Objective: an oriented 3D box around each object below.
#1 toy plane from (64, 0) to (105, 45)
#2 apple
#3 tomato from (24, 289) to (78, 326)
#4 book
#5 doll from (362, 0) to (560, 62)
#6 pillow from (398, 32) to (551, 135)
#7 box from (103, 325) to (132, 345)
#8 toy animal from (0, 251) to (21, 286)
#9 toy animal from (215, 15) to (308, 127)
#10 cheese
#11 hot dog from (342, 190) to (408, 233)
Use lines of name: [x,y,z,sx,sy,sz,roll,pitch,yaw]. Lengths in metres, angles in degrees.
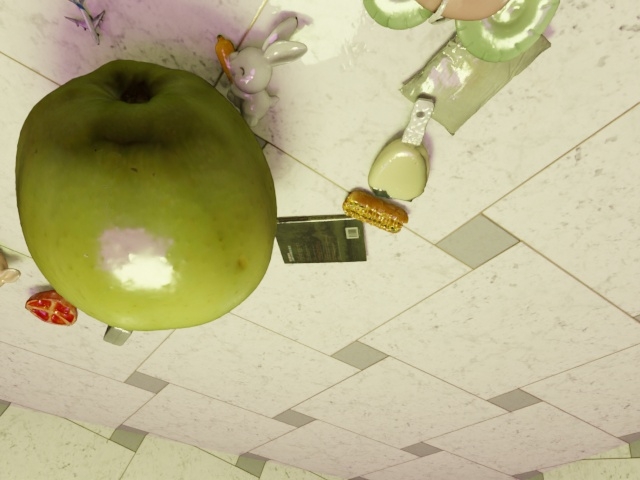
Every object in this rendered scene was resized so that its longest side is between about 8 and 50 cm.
toy plane: [-0.410,-0.387,0.811,0.078,0.024,0.084,-3,143,9]
apple: [-0.298,-0.073,0.829,0.474,0.473,0.473,3,137,3]
tomato: [-0.844,0.207,1.472,0.156,0.069,0.155,3,134,4]
book: [0.000,0.000,1.180,0.228,0.024,0.160,-2,136,9]
doll: [0.191,-0.377,0.611,0.284,0.216,0.268,22,143,9]
pillow: [0.264,-0.300,0.807,0.148,0.050,0.230,32,135,-17]
box: [-0.516,0.157,1.250,0.055,0.243,0.103,26,134,-25]
toy animal: [-0.986,0.054,1.266,0.166,0.154,0.250,29,167,43]
toy animal: [-0.112,-0.314,0.825,0.127,0.131,0.181,-14,153,-26]
cheese: [0.177,-0.179,0.926,0.127,0.054,0.251,9,143,-3]
hot dog: [0.127,-0.067,1.077,0.165,0.045,0.071,21,137,-17]
